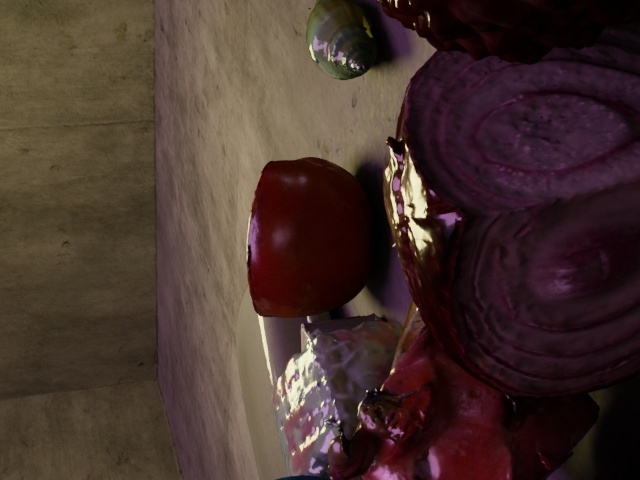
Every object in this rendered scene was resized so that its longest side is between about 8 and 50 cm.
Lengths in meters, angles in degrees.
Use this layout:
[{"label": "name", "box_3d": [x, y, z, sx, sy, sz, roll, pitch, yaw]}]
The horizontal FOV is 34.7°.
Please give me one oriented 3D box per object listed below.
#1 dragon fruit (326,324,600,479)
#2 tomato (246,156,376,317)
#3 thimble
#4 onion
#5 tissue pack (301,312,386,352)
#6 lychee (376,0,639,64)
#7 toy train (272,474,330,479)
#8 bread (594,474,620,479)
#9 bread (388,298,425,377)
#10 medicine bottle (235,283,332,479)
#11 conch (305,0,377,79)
[{"label": "dragon fruit", "box_3d": [0.096, 0.139, 0.758, 0.147, 0.211, 0.282, 46, -172, 16]}, {"label": "tomato", "box_3d": [0.000, 0.000, 1.260, 0.233, 0.139, 0.200, -32, -51, -70]}, {"label": "thimble", "box_3d": [0.043, 0.188, 1.074, 0.211, 0.185, 0.149, 65, -172, -55]}, {"label": "onion", "box_3d": [0.142, -0.026, 0.658, 0.206, 0.216, 0.207, -105, 10, -47]}, {"label": "tissue pack", "box_3d": [0.035, 0.177, 1.251, 0.099, 0.106, 0.149, -133, 41, -65]}, {"label": "lychee", "box_3d": [0.101, -0.252, 0.532, 0.306, 0.330, 0.306, 51, -178, -2]}, {"label": "toy train", "box_3d": [0.050, 0.359, 0.991, 0.188, 0.265, 0.300, -97, 11, -46]}, {"label": "bread", "box_3d": [0.196, 0.258, 0.675, 0.229, 0.143, 0.139, -116, 25, -44]}, {"label": "bread", "box_3d": [0.158, 0.046, 0.936, 0.240, 0.135, 0.178, 105, -173, -52]}, {"label": "medicine bottle", "box_3d": [-0.036, 0.236, 1.481, 0.282, 0.123, 0.375, 110, 149, -59]}, {"label": "conch", "box_3d": [0.024, -0.238, 1.206, 0.201, 0.079, 0.095, -91, -10, -65]}]
